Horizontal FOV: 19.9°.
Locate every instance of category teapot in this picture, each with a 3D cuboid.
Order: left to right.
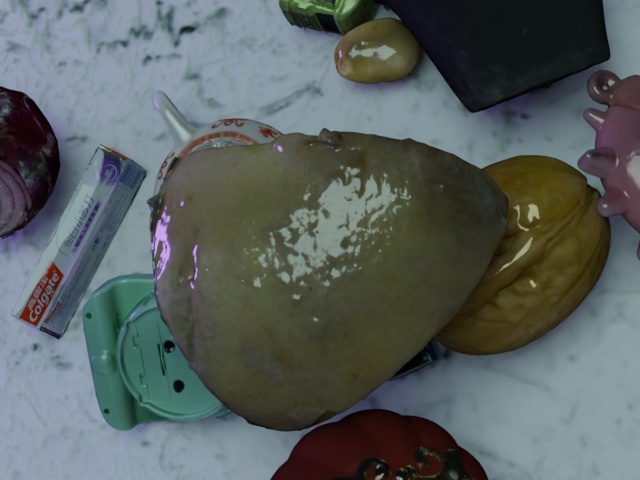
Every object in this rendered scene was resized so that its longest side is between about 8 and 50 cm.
[{"bbox_3d":[-0.092,-0.048,1.778,0.159,0.116,0.245,-47,72,14],"label":"teapot"}]

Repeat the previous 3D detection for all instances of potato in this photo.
[{"bbox_3d":[-0.003,0.024,1.556,0.264,0.211,0.189,-20,43,41],"label":"potato"},{"bbox_3d":[0.056,-0.186,1.798,0.083,0.062,0.068,-5,42,-15],"label":"potato"}]

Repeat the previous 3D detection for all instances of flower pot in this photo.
[{"bbox_3d":[0.180,-0.209,1.707,0.235,0.235,0.148,-21,92,9],"label":"flower pot"}]

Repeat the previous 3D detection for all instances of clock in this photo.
[{"bbox_3d":[-0.129,0.104,1.738,0.188,0.060,0.148,-6,105,18],"label":"clock"}]

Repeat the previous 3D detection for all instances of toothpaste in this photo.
[{"bbox_3d":[-0.244,0.001,1.844,0.047,0.040,0.196,25,84,22],"label":"toothpaste"}]

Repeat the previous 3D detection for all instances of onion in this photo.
[{"bbox_3d":[-0.368,-0.105,1.816,0.195,0.218,0.140,-3,48,21],"label":"onion"}]

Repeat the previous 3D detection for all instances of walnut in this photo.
[{"bbox_3d":[0.170,0.015,1.667,0.207,0.159,0.159,-39,69,4],"label":"walnut"}]

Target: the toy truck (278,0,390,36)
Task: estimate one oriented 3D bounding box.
[{"bbox_3d":[0.040,-0.295,1.820,0.116,0.085,0.191,20,80,16],"label":"toy truck"}]

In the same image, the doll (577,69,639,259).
[{"bbox_3d":[0.340,-0.058,1.656,0.211,0.093,0.262,-32,77,-26],"label":"doll"}]

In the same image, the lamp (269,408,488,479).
[{"bbox_3d":[0.057,0.260,1.598,0.227,0.227,0.227,-4,75,15],"label":"lamp"}]

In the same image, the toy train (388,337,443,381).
[{"bbox_3d":[0.044,0.016,1.727,0.052,0.051,0.234,-27,82,17],"label":"toy train"}]
